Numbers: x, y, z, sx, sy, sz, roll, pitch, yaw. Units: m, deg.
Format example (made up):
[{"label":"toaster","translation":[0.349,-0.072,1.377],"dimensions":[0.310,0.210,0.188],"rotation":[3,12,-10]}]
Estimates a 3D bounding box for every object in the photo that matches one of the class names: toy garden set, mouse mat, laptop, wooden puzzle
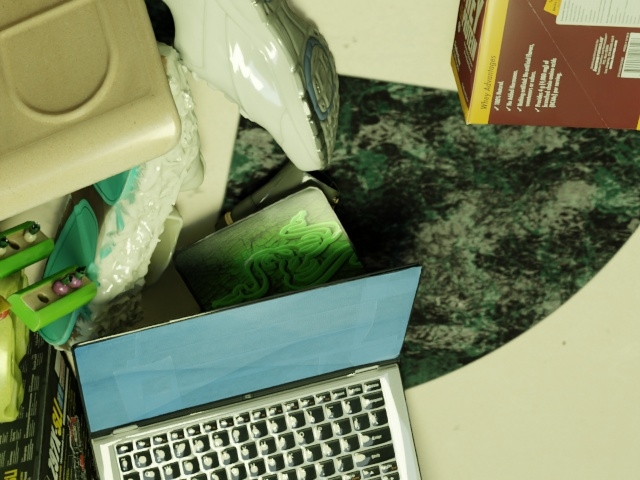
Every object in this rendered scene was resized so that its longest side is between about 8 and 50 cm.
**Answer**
[{"label":"toy garden set","translation":[-0.354,-0.011,1.468],"dimensions":[0.244,0.204,0.049],"rotation":[44,117,7]},{"label":"mouse mat","translation":[-0.050,0.038,1.626],"dimensions":[0.190,0.007,0.152],"rotation":[-26,109,12]},{"label":"laptop","translation":[-0.056,0.249,1.658],"dimensions":[0.382,0.236,0.407],"rotation":[-13,98,-10]},{"label":"wooden puzzle","translation":[-0.313,-0.191,1.396],"dimensions":[0.322,0.347,0.080],"rotation":[-21,167,11]}]

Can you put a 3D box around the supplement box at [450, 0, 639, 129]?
[{"label":"supplement box","translation":[0.244,-0.224,1.470],"dimensions":[0.194,0.129,0.191],"rotation":[2,125,-5]}]

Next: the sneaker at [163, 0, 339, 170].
[{"label":"sneaker","translation":[-0.073,-0.192,1.503],"dimensions":[0.129,0.111,0.297],"rotation":[-14,122,25]}]

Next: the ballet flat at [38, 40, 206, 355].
[{"label":"ballet flat","translation":[-0.200,-0.049,1.582],"dimensions":[0.147,0.147,0.409],"rotation":[16,125,-15]}]

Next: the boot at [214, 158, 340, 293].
[{"label":"boot","translation":[0.000,0.000,1.648],"dimensions":[0.198,0.077,0.137],"rotation":[36,110,-26]}]

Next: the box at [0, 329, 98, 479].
[{"label":"box","translation":[-0.307,0.290,1.674],"dimensions":[0.079,0.322,0.257],"rotation":[-14,126,3]}]

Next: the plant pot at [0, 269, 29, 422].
[{"label":"plant pot","translation":[-0.442,0.097,1.553],"dimensions":[0.254,0.276,0.276],"rotation":[3,125,-5]}]
